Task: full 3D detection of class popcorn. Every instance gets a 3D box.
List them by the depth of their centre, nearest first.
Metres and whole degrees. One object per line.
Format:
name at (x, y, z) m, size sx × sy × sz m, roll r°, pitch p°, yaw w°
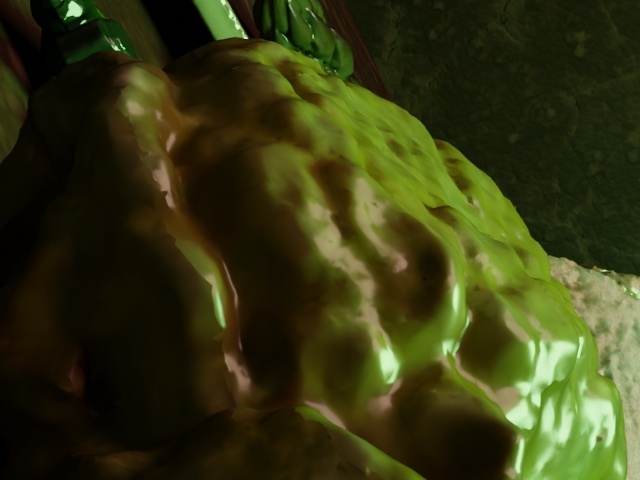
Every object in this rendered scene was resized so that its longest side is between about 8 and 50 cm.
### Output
popcorn at (-0.019, 0.036, 0.565) m, size 0.225 × 0.174 × 0.286 m, roll 50°, pitch 16°, yaw 11°

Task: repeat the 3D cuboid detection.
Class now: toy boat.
toy boat at (-0.079, -0.047, 0.826) m, size 0.104 × 0.052 × 0.210 m, roll 65°, pitch 8°, yaw 26°

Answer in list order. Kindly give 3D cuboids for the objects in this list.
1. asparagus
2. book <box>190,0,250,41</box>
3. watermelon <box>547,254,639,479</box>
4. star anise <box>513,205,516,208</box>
asparagus at (-0.007, -0.160, 1.612) m, size 0.287 × 0.080 × 0.080 m, roll 63°, pitch 5°, yaw -55°
book at (-0.060, -0.137, 1.257) m, size 0.374 × 0.028 × 0.262 m, roll 60°, pitch 0°, yaw -24°
watermelon at (0.098, 0.092, 1.013) m, size 0.310 × 0.231 × 0.193 m, roll 75°, pitch 30°, yaw -45°
star anise at (0.119, 0.056, 1.508) m, size 0.158 × 0.144 × 0.140 m, roll 25°, pitch 48°, yaw -79°
